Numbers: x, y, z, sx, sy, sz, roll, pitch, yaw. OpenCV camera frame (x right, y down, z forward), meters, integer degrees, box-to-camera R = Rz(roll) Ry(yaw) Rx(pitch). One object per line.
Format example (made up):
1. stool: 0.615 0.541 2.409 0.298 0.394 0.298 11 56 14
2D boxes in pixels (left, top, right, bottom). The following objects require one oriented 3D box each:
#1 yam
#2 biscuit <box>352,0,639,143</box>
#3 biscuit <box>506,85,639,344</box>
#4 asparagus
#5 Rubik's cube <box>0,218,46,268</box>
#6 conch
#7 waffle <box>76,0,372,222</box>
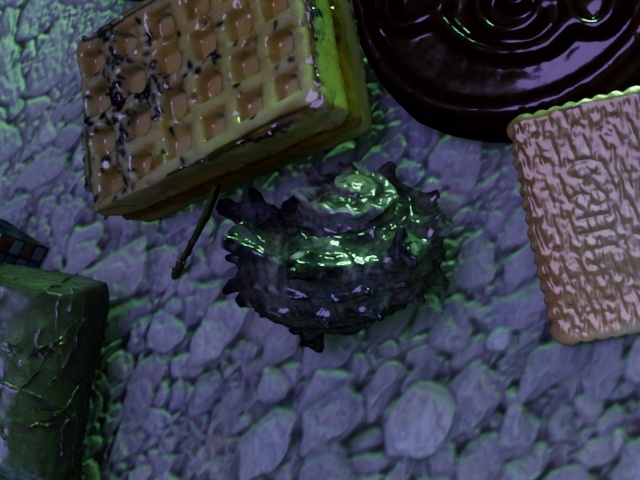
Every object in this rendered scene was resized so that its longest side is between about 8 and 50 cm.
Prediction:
1. yam: -0.359 0.169 1.500 0.202 0.201 0.271 14 65 -10
2. biscuit: 0.218 -0.309 1.389 0.407 0.091 0.407 -6 75 26
3. biscuit: 0.292 -0.024 1.283 0.160 0.030 0.249 -13 88 23
4. asparagus: -0.150 -0.009 1.500 0.016 0.013 0.166 34 127 6
5. Rubik's cube: -0.436 0.021 1.630 0.092 0.092 0.092 30 92 29
6. conch: 0.009 -0.001 1.376 0.313 0.186 0.240 -7 41 45
7. waffle: -0.130 -0.194 1.482 0.376 0.114 0.261 -20 72 33
